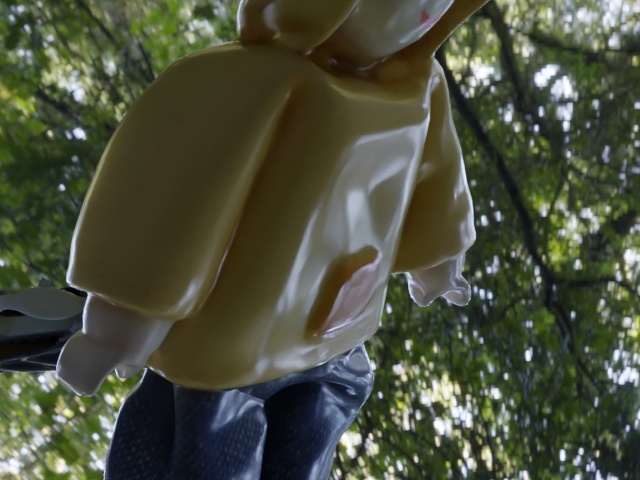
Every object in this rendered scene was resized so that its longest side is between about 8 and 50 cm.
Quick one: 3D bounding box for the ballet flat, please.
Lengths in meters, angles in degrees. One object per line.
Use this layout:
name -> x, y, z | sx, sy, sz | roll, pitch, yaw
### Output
ballet flat -> -0.231, 0.060, 0.806 | 0.203, 0.074, 0.074 | -4, -123, -14

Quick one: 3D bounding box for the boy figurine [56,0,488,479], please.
boy figurine -> 0.000, 0.000, 0.379 | 0.092, 0.177, 0.285 | 27, -72, 37
